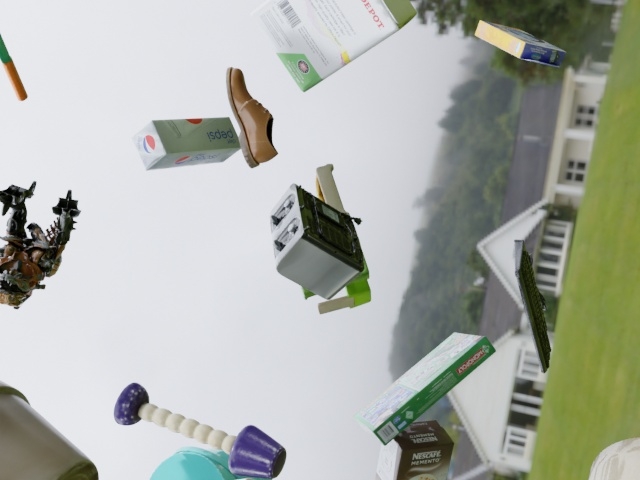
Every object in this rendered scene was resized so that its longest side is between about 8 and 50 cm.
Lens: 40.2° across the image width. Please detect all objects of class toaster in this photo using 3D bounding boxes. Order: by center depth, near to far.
[{"bbox_3d":[-0.006,0.003,1.662,0.186,0.110,0.168,30,-151,-29],"label":"toaster"}]

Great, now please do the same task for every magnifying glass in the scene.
[{"bbox_3d":[-0.580,-0.348,1.584,0.026,0.092,0.231,-24,-38,-12],"label":"magnifying glass"}]

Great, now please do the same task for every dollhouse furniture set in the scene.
[{"bbox_3d":[0.000,0.000,2.008,0.197,0.151,0.301,80,173,-66],"label":"dollhouse furniture set"}]

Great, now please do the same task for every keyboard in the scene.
[{"bbox_3d":[0.483,0.131,1.980,0.201,0.033,0.317,-76,-30,-51],"label":"keyboard"}]

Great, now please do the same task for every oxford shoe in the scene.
[{"bbox_3d":[-0.134,-0.254,1.746,0.076,0.076,0.212,8,-117,-74],"label":"oxford shoe"}]

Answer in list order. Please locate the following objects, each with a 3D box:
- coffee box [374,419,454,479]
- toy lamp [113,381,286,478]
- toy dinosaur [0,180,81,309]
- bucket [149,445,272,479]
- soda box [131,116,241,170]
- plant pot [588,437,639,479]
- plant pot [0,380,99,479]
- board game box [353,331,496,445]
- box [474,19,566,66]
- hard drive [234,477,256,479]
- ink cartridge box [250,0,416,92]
[{"bbox_3d":[0.213,0.557,2.068,0.098,0.141,0.246,-128,40,-58],"label":"coffee box"},{"bbox_3d":[-0.181,0.290,1.327,0.080,0.275,0.080,-48,-33,-45],"label":"toy lamp"},{"bbox_3d":[-0.566,0.008,1.711,0.322,0.164,0.218,-125,44,-59],"label":"toy dinosaur"},{"bbox_3d":[-0.263,0.612,2.040,0.183,0.281,0.281,25,-104,-61],"label":"bucket"},{"bbox_3d":[-0.334,-0.250,2.226,0.286,0.091,0.098,-13,-104,-53],"label":"soda box"},{"bbox_3d":[0.430,0.440,1.107,0.274,0.257,0.256,-49,-35,-41],"label":"plant pot"},{"bbox_3d":[-0.583,0.446,1.626,0.323,0.281,0.323,-51,-29,-44],"label":"plant pot"},{"bbox_3d":[0.227,0.322,1.950,0.317,0.046,0.213,-38,2,-9],"label":"board game box"},{"bbox_3d":[0.301,-0.292,1.303,0.081,0.136,0.028,4,-66,-29],"label":"box"},{"bbox_3d":[-0.224,0.549,1.779,0.233,0.353,0.047,38,-135,-47],"label":"hard drive"},{"bbox_3d":[0.026,-0.466,1.799,0.201,0.278,0.117,55,-141,-11],"label":"ink cartridge box"}]
